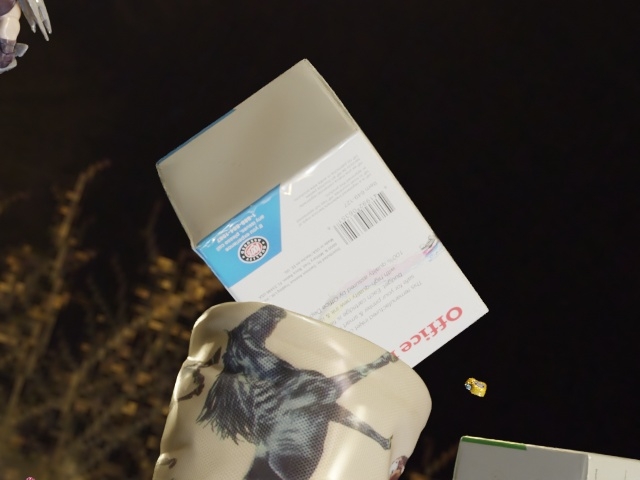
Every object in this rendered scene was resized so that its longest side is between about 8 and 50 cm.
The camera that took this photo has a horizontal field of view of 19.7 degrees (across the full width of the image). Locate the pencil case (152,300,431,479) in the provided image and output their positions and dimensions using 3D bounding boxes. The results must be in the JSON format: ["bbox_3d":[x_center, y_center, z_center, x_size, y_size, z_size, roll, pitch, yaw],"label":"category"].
[{"bbox_3d":[-0.049,0.233,1.096,0.183,0.160,0.410,89,15,-61],"label":"pencil case"}]

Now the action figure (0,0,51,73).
[{"bbox_3d":[-0.353,-0.193,1.598,0.285,0.185,0.099,-42,-157,-18],"label":"action figure"}]

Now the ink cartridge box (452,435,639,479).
[{"bbox_3d":[0.244,0.239,1.697,0.153,0.208,0.087,2,-99,44],"label":"ink cartridge box"}]

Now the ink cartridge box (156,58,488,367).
[{"bbox_3d":[0.000,0.000,1.620,0.171,0.233,0.168,-35,-148,2],"label":"ink cartridge box"}]

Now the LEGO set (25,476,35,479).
[{"bbox_3d":[-0.283,0.355,2.134,0.093,0.227,0.087,-66,171,26],"label":"LEGO set"}]

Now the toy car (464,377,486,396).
[{"bbox_3d":[0.137,0.107,1.896,0.060,0.122,0.040,-53,-175,7],"label":"toy car"}]
